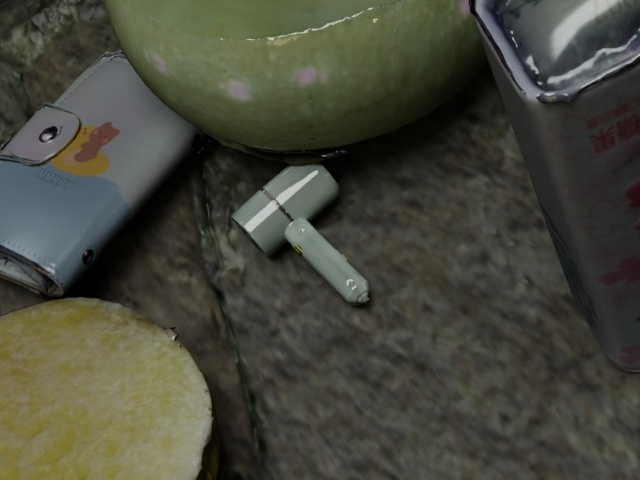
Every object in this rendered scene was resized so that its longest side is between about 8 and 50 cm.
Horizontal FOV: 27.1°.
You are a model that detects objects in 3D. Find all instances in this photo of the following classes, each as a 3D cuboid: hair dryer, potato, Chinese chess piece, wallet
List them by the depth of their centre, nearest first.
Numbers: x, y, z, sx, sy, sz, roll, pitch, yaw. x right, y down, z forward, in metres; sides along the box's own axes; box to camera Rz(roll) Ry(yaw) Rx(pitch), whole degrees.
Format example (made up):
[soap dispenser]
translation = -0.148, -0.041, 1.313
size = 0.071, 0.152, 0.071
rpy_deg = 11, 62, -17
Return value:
[potato]
translation = -0.181, 0.170, 0.982
size = 0.239, 0.116, 0.299
rpy_deg = -34, 44, -11
[hair dryer]
translation = 0.000, 0.000, 1.053
size = 0.082, 0.047, 0.137
rpy_deg = -40, 62, -6
[Chinese chess piece]
translation = -0.006, -0.231, 1.094
size = 0.349, 0.146, 0.349
rpy_deg = -7, 52, 9
[wallet]
translation = -0.201, -0.058, 1.144
size = 0.170, 0.069, 0.231
rpy_deg = 23, 61, 33

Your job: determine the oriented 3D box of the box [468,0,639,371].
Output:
[box]
translation = 0.223, -0.058, 0.807
size = 0.190, 0.369, 0.112
rpy_deg = -28, 57, 5
